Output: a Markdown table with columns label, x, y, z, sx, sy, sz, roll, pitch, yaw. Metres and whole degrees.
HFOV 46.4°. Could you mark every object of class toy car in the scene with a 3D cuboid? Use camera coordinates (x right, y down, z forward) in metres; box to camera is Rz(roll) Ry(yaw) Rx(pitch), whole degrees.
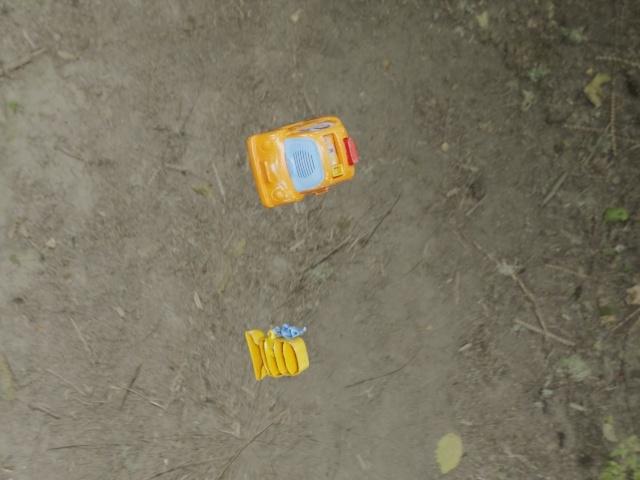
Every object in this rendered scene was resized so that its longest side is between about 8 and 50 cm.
| label | x | y | z | sx | sy | sz | roll | pitch | yaw |
| --- | --- | --- | --- | --- | --- | --- | --- | --- | --- |
| toy car | 0.000 | 0.000 | 0.336 | 0.060 | 0.040 | 0.122 | 1 | 86 | -47 |
